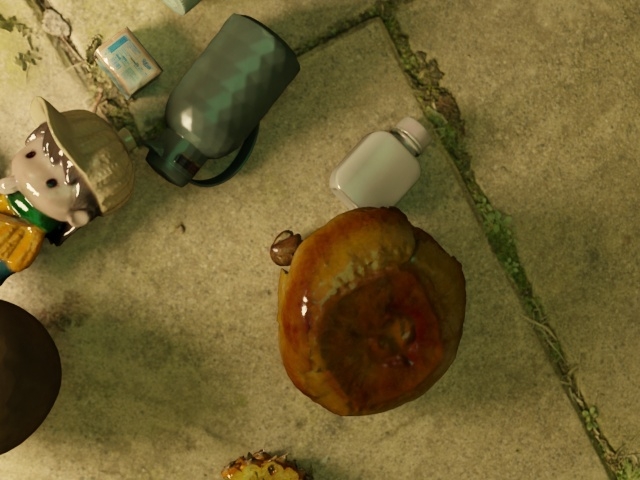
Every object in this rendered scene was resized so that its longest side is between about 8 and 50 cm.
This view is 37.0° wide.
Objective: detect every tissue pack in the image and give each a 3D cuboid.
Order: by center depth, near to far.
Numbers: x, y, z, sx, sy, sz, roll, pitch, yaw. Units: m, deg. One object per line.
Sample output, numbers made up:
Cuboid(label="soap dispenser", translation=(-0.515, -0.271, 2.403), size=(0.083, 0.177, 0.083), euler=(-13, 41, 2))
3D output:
Cuboid(label="tissue pack", translation=(-0.313, -0.288, 1.551), size=(0.074, 0.059, 0.094), euler=(-40, 100, -11))

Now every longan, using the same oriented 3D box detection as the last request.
Cuboid(label="longan", translation=(-0.518, 0.198, 1.417), size=(0.258, 0.258, 0.258), euler=(0, 91, -13))

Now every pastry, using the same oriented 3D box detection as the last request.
Cuboid(label="pastry", translation=(0.081, 0.120, 1.586), size=(0.356, 0.164, 0.356), euler=(-5, 104, -22))

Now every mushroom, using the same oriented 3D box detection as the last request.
Cuboid(label="mushroom", translation=(0.000, 0.000, 1.635), size=(0.187, 0.060, 0.061), euler=(-13, 83, -19))

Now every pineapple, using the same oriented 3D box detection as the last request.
Cuboid(label="pineapple", translation=(-0.052, 0.439, 1.617), size=(0.135, 0.079, 0.233), euler=(-36, 99, -12))

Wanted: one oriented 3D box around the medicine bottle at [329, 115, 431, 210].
Cuboid(label="medicine bottle", translation=(0.109, -0.128, 1.647), size=(0.119, 0.069, 0.183), euler=(43, 83, -10))

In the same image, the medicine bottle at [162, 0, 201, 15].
Cuboid(label="medicine bottle", translation=(-0.151, -0.521, 1.533), size=(0.318, 0.158, 0.158), euler=(-43, 100, -9))

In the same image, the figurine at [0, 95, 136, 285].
Cuboid(label="figurine", translation=(-0.433, -0.061, 1.483), size=(0.332, 0.204, 0.185), euler=(-48, 69, 12))

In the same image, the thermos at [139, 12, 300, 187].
Cuboid(label="thermos", translation=(-0.161, -0.210, 1.556), size=(0.286, 0.145, 0.182), euler=(-54, 135, -5))
